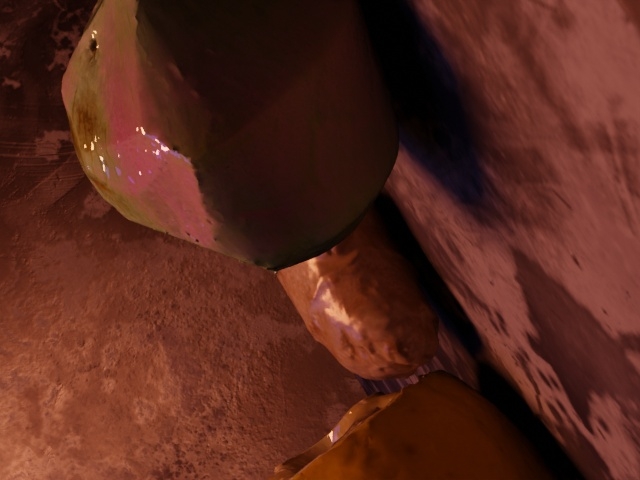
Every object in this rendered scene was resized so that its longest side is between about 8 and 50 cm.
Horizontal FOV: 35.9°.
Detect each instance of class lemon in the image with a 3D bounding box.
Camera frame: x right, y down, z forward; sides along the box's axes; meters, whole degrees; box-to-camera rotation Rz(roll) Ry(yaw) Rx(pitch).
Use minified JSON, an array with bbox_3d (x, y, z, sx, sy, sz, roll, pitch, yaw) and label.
[{"bbox_3d":[0.086,0.324,0.898,0.364,0.364,0.364,57,174,9],"label":"lemon"}]

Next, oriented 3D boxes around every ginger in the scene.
[{"bbox_3d":[0.000,0.000,0.981,0.354,0.126,0.190,49,175,49],"label":"ginger"}]

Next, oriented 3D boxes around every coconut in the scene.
[{"bbox_3d":[-0.060,-0.093,0.627,0.236,0.205,0.235,-22,-90,-79],"label":"coconut"}]
